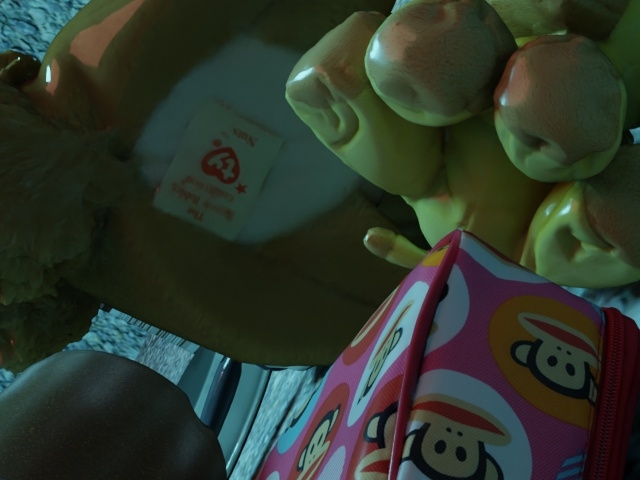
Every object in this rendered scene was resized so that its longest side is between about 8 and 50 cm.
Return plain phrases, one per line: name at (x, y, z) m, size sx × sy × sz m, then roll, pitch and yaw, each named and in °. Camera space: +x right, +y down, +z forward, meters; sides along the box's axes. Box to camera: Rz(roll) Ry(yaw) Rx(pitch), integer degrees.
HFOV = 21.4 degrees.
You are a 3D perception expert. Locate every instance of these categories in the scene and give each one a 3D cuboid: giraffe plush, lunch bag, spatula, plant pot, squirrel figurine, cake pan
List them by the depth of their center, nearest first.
lunch bag at (0.018, 0.140, 0.720) m, size 0.293 × 0.120 × 0.258 m, roll -56°, pitch 10°, yaw 44°
giraffe plush at (0.111, -0.072, 0.789) m, size 0.170 × 0.181 × 0.210 m, roll -56°, pitch -30°, yaw -24°
plant pot at (-0.130, 0.146, 0.797) m, size 0.167 × 0.167 × 0.165 m, roll -58°, pitch -2°, yaw 34°
squirrel figurine at (-0.106, -0.060, 1.151) m, size 0.370 × 0.397 × 0.281 m, roll -128°, pitch 26°, yaw -81°
spatula at (-0.104, 0.223, 1.416) m, size 0.084 × 0.030 × 0.296 m, roll -122°, pitch 43°, yaw -80°
cake pan at (-0.132, 0.208, 1.661) m, size 0.293 × 0.054 × 0.293 m, roll -61°, pitch 8°, yaw 15°

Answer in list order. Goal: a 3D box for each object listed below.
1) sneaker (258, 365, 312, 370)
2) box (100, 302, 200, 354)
sneaker at (0.001, 0.001, 1.355) m, size 0.226 × 0.086 × 0.163 m, roll -62°, pitch 8°, yaw 15°
box at (-0.139, 0.003, 1.930) m, size 0.203 × 0.168 × 0.167 m, roll -68°, pitch 8°, yaw -22°
